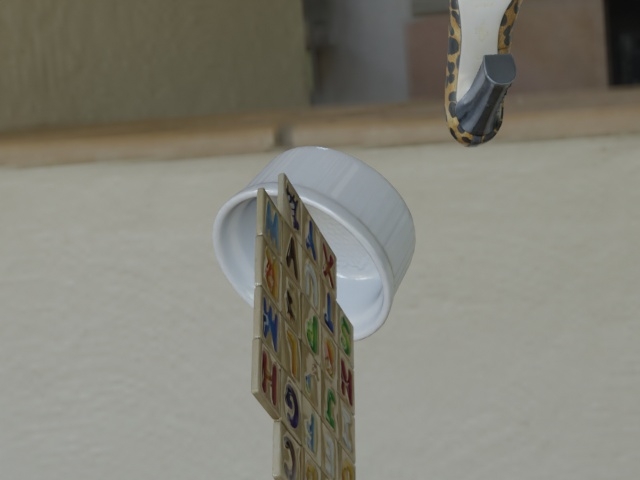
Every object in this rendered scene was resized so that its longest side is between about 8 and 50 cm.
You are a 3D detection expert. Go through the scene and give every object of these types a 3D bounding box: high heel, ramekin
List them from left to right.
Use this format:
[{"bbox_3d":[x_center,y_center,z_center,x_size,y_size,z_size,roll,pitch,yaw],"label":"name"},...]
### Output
[{"bbox_3d":[0.000,0.000,2.247,0.277,0.277,0.135,0,39,35],"label":"ramekin"},{"bbox_3d":[0.179,-0.245,1.855,0.093,0.261,0.186,4,-25,-7],"label":"high heel"}]

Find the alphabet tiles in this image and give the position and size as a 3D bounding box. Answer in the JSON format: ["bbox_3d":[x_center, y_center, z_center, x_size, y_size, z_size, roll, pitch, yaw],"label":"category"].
[{"bbox_3d":[-0.012,0.116,1.600,0.011,0.342,0.285,-11,-36,15],"label":"alphabet tiles"}]
